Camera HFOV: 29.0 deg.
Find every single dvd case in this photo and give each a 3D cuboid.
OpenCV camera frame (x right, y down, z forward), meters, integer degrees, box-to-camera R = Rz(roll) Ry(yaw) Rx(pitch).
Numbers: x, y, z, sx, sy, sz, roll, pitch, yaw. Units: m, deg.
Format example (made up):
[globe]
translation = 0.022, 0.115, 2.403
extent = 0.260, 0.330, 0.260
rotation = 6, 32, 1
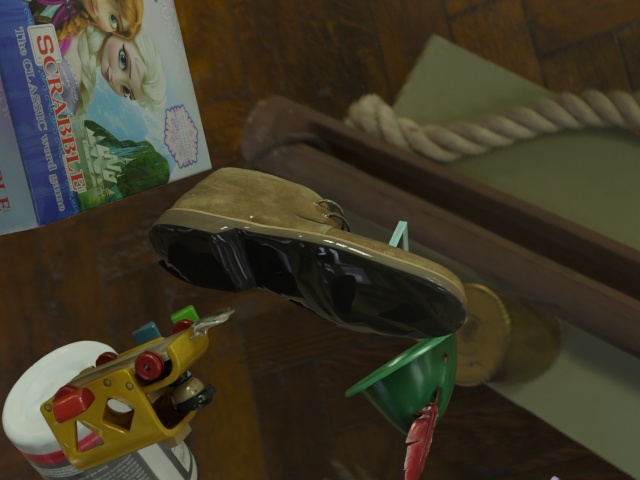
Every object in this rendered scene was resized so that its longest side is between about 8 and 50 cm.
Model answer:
[dvd case]
translation = 0.101, 0.047, 1.622
extent = 0.013, 0.087, 0.119
rotation = 6, 123, 16

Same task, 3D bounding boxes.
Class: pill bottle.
[pill bottle]
translation = -0.277, 0.301, 1.685
extent = 0.176, 0.318, 0.176
rotation = -18, 37, 14

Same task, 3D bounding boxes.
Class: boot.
[boot]
translation = 0.000, 0.000, 1.113
extent = 0.305, 0.112, 0.115
rotation = 16, 48, 23

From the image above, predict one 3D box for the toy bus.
[toy bus]
translation = -0.168, 0.154, 1.216
extent = 0.191, 0.202, 0.104
rotation = -30, 99, -20

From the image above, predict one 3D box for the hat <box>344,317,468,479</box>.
[hat]
translation = 0.143, 0.225, 1.535
extent = 0.208, 0.173, 0.183
rotation = -33, 85, -3

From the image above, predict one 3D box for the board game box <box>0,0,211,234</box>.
[board game box]
translation = -0.241, -0.192, 1.210
extent = 0.066, 0.318, 0.318
rotation = -8, 100, 26

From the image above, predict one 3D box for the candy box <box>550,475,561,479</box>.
[candy box]
translation = 0.314, 0.390, 1.397
extent = 0.196, 0.070, 0.165
rotation = 28, 53, 8
